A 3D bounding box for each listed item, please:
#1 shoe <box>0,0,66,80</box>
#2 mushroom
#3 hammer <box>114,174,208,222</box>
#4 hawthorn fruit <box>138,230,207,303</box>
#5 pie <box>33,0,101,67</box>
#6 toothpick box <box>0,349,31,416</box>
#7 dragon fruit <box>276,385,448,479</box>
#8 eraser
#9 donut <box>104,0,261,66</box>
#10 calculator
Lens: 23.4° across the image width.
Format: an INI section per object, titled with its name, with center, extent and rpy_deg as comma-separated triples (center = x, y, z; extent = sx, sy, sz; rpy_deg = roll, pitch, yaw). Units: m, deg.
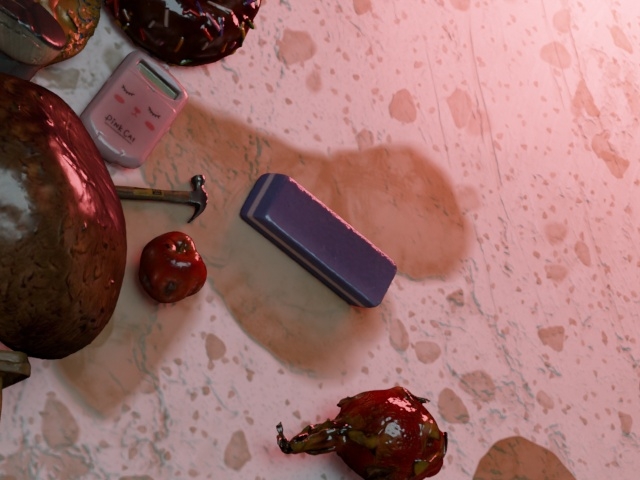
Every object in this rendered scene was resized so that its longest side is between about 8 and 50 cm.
[shoe]
center = -0.469, -0.258, 1.763
extent = 0.336, 0.171, 0.132
rpy_deg = 33, 17, -4
[mushroom]
center = -0.320, -0.031, 1.656
extent = 0.345, 0.239, 0.345
rpy_deg = 40, 31, -31
[hammer]
center = -0.222, -0.056, 1.931
extent = 0.182, 0.017, 0.062
rpy_deg = 2, 70, -33
[hawthorn fruit]
center = -0.178, 0.031, 1.879
extent = 0.093, 0.093, 0.093
rpy_deg = 14, 64, -30
[pie]
center = -0.378, -0.328, 1.899
extent = 0.273, 0.069, 0.273
rpy_deg = 12, 70, -35
[toothpick box]
center = -0.420, 0.269, 1.559
extent = 0.190, 0.187, 0.308
rpy_deg = 11, 69, -33
[dragon fruit]
center = 0.051, 0.249, 1.935
extent = 0.246, 0.125, 0.125
rpy_deg = 2, 73, -28
[eraser]
center = 0.000, 0.000, 2.050
extent = 0.225, 0.036, 0.082
rpy_deg = 38, 54, -16
[donut]
center = -0.175, -0.339, 2.027
extent = 0.230, 0.096, 0.216
rpy_deg = -4, 74, -37
[calculator]
center = -0.235, -0.166, 1.955
extent = 0.100, 0.032, 0.175
rpy_deg = 41, 53, -14
